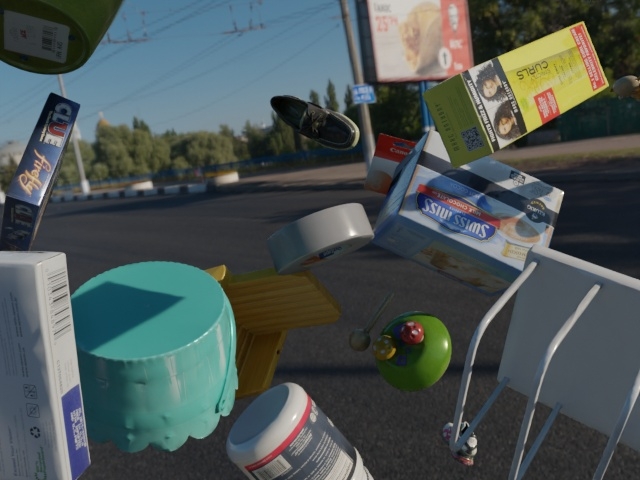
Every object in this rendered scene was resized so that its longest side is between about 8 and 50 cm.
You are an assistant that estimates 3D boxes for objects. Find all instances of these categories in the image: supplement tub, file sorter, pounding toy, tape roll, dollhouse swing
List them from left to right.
[{"bbox_3d":[-0.155,0.250,1.420,0.304,0.315,0.347,3,-30,28],"label":"dollhouse swing"},{"bbox_3d":[-0.037,0.439,1.123,0.191,0.272,0.191,-36,13,10],"label":"supplement tub"},{"bbox_3d":[0.000,0.000,1.183,0.219,0.072,0.219,-21,-11,-4],"label":"tape roll"},{"bbox_3d":[0.166,0.216,1.253,0.237,0.183,0.110,34,-3,44],"label":"pounding toy"},{"bbox_3d":[0.282,0.163,0.526,0.277,0.193,0.173,24,38,33],"label":"file sorter"}]

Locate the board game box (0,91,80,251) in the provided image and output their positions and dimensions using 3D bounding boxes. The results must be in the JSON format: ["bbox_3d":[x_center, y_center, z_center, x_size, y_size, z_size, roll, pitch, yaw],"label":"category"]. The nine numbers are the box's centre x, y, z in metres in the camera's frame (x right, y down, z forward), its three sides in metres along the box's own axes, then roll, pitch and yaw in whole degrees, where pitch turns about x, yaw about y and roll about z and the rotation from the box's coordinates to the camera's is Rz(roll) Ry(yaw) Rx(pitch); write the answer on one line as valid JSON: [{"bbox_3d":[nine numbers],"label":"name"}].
[{"bbox_3d":[-0.415,-0.081,0.824,0.042,0.165,0.243,21,-28,-24],"label":"board game box"}]

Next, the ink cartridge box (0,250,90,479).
[{"bbox_3d":[-0.340,0.119,0.539,0.223,0.223,0.045,1,12,10],"label":"ink cartridge box"}]

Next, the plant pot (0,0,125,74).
[{"bbox_3d":[-0.364,-0.382,0.754,0.274,0.294,0.275,-4,-24,-2],"label":"plant pot"}]

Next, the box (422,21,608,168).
[{"bbox_3d":[0.215,-0.160,0.603,0.232,0.087,0.058,-28,7,-33],"label":"box"}]

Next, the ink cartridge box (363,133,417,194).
[{"bbox_3d":[0.208,-0.196,1.551,0.145,0.179,0.045,16,52,2],"label":"ink cartridge box"}]

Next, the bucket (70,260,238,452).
[{"bbox_3d":[-0.267,0.171,0.901,0.281,0.183,0.281,3,32,-2],"label":"bucket"}]

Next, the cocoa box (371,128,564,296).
[{"bbox_3d":[0.330,-0.051,1.315,0.347,0.228,0.231,24,-19,-4],"label":"cocoa box"}]

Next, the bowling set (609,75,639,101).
[{"bbox_3d":[0.733,-0.269,1.068,0.154,0.200,0.287,-3,-14,-34],"label":"bowling set"}]

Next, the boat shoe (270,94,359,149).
[{"bbox_3d":[-0.020,-0.256,1.218,0.223,0.080,0.073,33,21,28],"label":"boat shoe"}]

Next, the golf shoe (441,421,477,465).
[{"bbox_3d":[0.369,0.510,1.469,0.067,0.086,0.186,21,2,-4],"label":"golf shoe"}]
